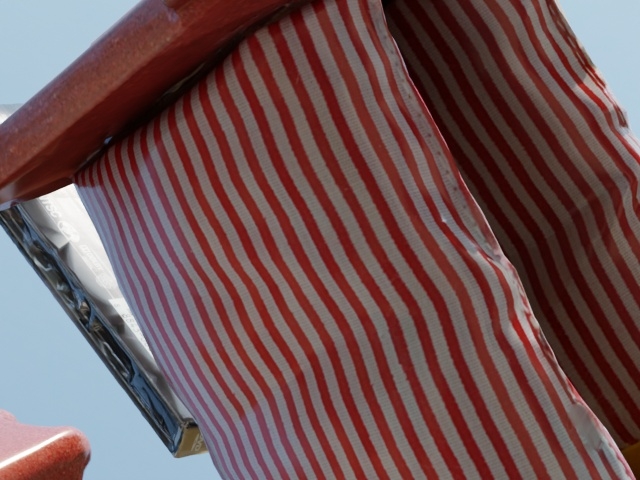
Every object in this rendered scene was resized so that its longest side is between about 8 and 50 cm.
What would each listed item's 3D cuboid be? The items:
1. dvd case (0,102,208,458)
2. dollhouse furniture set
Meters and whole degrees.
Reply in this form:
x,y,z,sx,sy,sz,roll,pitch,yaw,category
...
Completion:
x,y,z,sx,sy,sz,roll,pitch,yaw,category
0.000,0.000,0.659,0.221,0.164,0.018,-7,-48,-39,dvd case
-0.046,0.084,0.538,0.152,0.374,0.201,-25,-98,-49,dollhouse furniture set
